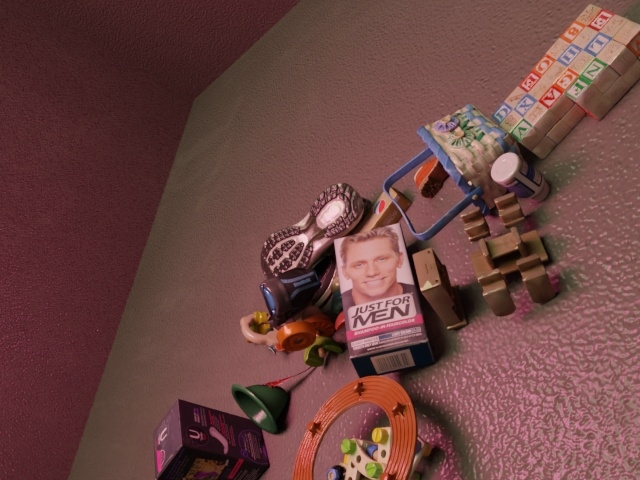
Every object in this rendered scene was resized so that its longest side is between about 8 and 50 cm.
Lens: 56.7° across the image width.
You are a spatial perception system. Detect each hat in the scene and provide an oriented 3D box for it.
[{"bbox_3d":[-0.118,0.419,1.670,0.209,0.172,0.184,14,44,45],"label":"hat"}]

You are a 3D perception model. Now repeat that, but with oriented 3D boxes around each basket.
[{"bbox_3d":[0.288,-0.154,1.338,0.289,0.201,0.254,-44,35,13],"label":"basket"}]

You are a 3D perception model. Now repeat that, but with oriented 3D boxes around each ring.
[{"bbox_3d":[0.054,0.420,1.176,0.337,0.032,0.336,-39,28,25],"label":"ring"}]

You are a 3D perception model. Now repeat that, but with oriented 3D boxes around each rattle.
[{"bbox_3d":[-0.168,0.321,1.809,0.200,0.130,0.142,40,115,32],"label":"rattle"}]

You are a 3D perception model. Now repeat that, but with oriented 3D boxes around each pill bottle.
[{"bbox_3d":[0.410,-0.124,1.208,0.067,0.120,0.067,-37,39,37],"label":"pill bottle"}]

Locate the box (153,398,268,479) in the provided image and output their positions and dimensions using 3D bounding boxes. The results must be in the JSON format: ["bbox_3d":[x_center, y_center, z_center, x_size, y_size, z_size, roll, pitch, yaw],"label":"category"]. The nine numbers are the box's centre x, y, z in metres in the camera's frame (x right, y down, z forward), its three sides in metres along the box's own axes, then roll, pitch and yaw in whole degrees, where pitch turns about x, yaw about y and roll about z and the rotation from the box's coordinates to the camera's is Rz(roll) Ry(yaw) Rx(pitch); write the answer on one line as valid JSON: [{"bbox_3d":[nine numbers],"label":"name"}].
[{"bbox_3d":[-0.300,0.567,1.614,0.143,0.271,0.165,-53,31,17],"label":"box"}]

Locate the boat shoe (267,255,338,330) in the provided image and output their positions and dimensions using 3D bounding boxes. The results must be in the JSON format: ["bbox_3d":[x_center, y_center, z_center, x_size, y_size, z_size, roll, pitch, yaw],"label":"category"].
[{"bbox_3d":[-0.049,0.156,1.724,0.285,0.092,0.102,-53,29,15],"label":"boat shoe"}]

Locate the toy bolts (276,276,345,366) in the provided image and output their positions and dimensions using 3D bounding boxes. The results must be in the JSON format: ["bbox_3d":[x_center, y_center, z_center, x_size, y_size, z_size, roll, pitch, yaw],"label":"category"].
[{"bbox_3d":[0.001,0.187,1.524,0.229,0.218,0.158,-37,47,22],"label":"toy bolts"}]

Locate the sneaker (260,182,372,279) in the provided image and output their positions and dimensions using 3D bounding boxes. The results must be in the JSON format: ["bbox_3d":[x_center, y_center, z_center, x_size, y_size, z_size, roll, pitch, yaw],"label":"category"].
[{"bbox_3d":[0.000,0.000,1.711,0.410,0.182,0.158,-38,68,27],"label":"sneaker"}]

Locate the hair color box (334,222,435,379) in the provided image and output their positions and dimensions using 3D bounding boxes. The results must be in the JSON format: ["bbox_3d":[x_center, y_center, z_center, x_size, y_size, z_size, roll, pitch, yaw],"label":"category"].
[{"bbox_3d":[0.139,0.131,1.373,0.174,0.105,0.347,-15,46,8],"label":"hair color box"}]

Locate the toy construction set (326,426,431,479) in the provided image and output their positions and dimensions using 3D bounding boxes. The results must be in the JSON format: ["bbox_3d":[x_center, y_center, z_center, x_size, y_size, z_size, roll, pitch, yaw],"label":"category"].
[{"bbox_3d":[0.088,0.534,1.185,0.215,0.151,0.327,-10,48,54],"label":"toy construction set"}]

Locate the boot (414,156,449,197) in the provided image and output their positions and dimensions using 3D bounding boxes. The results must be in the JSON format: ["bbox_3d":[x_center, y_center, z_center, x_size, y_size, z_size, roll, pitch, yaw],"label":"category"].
[{"bbox_3d":[0.296,-0.191,1.503,0.158,0.059,0.084,-52,27,21],"label":"boot"}]

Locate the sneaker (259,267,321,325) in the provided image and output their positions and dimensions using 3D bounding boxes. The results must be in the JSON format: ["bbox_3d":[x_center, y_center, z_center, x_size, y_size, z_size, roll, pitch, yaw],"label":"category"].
[{"bbox_3d":[-0.076,0.143,1.549,0.140,0.124,0.341,-24,-2,-10],"label":"sneaker"}]

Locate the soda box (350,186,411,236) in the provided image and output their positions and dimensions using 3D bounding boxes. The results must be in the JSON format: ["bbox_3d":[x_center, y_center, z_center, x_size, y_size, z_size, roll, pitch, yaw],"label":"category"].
[{"bbox_3d":[0.161,-0.054,1.599,0.181,0.058,0.061,-54,32,15],"label":"soda box"}]

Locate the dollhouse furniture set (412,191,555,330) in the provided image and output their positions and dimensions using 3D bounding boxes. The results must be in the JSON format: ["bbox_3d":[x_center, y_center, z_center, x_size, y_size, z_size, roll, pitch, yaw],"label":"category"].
[{"bbox_3d":[0.336,0.065,1.206,0.242,0.161,0.212,-23,45,19],"label":"dollhouse furniture set"}]

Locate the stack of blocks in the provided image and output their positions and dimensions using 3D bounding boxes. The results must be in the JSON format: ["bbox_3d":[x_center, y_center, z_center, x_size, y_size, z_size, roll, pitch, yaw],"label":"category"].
[{"bbox_3d":[0.518,-0.318,1.224,0.297,0.087,0.171,-50,33,21],"label":"stack of blocks"}]
